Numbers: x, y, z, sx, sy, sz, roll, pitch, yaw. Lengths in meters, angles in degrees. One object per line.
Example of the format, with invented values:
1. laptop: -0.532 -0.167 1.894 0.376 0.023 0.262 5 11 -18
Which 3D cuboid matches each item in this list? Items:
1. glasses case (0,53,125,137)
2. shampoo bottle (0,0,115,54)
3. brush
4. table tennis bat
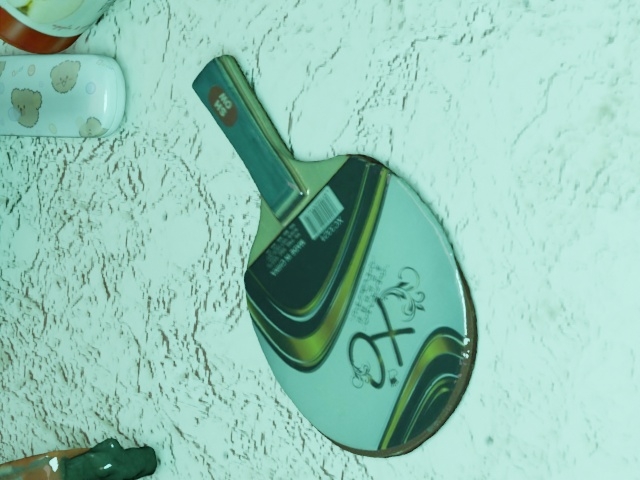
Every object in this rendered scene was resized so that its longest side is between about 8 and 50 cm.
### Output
1. glasses case: -0.206 -0.108 1.315 0.164 0.041 0.063 5 95 43
2. shampoo bottle: -0.136 -0.245 1.201 0.278 0.104 0.104 -39 66 37
3. brush: -0.239 0.198 1.343 0.323 0.070 0.051 -19 78 45
4. table tennis bat: 0.000 0.000 1.144 0.173 0.022 0.301 -46 64 33
